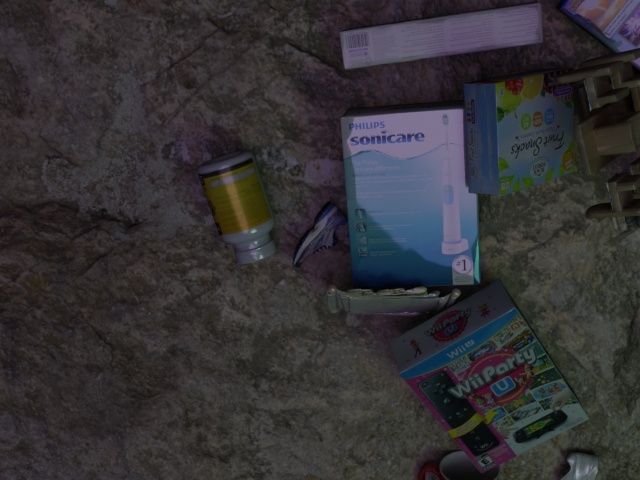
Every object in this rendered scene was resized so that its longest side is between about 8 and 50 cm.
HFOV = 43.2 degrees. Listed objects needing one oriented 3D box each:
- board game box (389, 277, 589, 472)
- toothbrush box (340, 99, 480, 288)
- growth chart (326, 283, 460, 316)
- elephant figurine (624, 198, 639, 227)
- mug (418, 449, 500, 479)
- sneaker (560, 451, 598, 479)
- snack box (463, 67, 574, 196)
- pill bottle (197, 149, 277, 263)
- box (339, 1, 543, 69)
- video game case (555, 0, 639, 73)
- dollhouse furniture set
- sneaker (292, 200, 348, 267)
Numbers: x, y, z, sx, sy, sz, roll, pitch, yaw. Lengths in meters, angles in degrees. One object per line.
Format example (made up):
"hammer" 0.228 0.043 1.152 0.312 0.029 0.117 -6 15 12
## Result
"board game box" 0.294 0.243 1.409 0.224 0.097 0.303 -32 118 12
"toothbrush box" 0.154 -0.078 1.359 0.216 0.126 0.296 -4 106 8
"growth chart" 0.122 0.104 1.382 0.237 0.172 0.021 2 70 -6
"elephant figurine" 0.634 -0.019 1.319 0.239 0.169 0.186 37 127 -2
"mug" 0.272 0.494 1.537 0.113 0.150 0.169 -15 112 -28
"sneaker" 0.479 0.467 1.525 0.061 0.053 0.152 12 101 12
"snack box" 0.319 -0.176 1.282 0.070 0.207 0.175 13 113 49
"pill bottle" -0.139 -0.057 1.406 0.103 0.103 0.184 -15 103 10
"box" 0.193 -0.332 1.316 0.324 0.063 0.067 -7 106 8
"video game case" 0.551 -0.401 1.261 0.244 0.061 0.269 36 106 -6
"dollhouse furniture set" 0.433 -0.171 1.222 0.161 0.242 0.212 -3 110 48
"sneaker" 0.000 0.000 1.437 0.058 0.052 0.135 34 107 -9
